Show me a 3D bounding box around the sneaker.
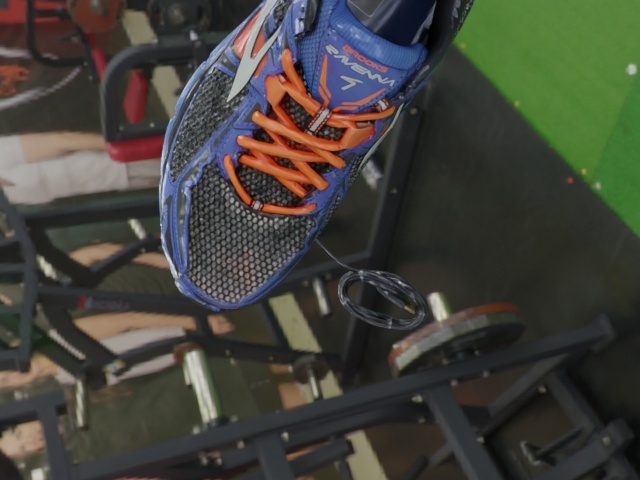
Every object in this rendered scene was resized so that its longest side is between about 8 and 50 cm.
[{"bbox_3d":[0.000,-0.067,0.341,0.221,0.083,0.087,-62,15,12],"label":"sneaker"}]

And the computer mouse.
[{"bbox_3d":[0.000,0.000,0.826,0.242,0.071,0.041,41,-178,3],"label":"computer mouse"}]
